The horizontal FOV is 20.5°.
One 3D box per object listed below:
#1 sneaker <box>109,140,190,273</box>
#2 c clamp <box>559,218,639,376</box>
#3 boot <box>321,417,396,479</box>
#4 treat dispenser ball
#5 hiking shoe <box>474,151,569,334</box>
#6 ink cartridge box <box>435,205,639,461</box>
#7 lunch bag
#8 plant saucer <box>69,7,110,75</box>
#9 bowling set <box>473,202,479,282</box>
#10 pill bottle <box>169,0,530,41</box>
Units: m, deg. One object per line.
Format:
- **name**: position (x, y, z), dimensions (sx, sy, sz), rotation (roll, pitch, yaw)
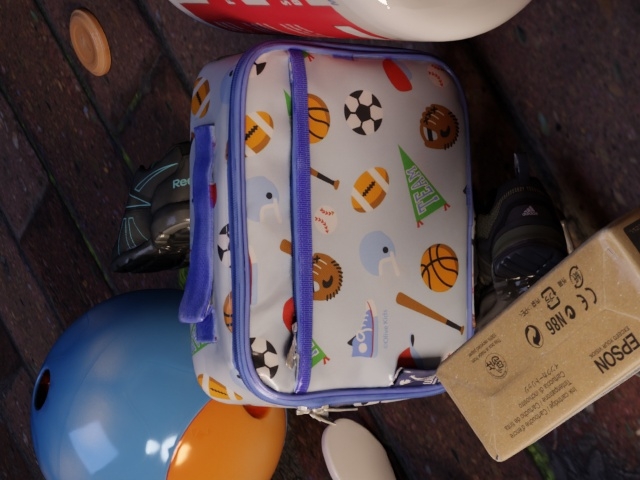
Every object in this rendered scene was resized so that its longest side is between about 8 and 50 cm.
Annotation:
- **sneaker**: position (-0.177, -0.030, 2.038), dimensions (0.267, 0.101, 0.106), rotation (146, 118, -61)
- **c clamp**: position (0.252, 0.051, 1.397), dimensions (0.161, 0.022, 0.137), rotation (4, 115, 60)
- **boot**: position (0.051, 0.284, 1.890), dimensions (0.190, 0.069, 0.086), rotation (58, 149, 10)
- **treat dispenser ball**: position (-0.180, 0.197, 1.988), dimensions (0.288, 0.288, 0.288), rotation (41, 144, 39)
- **hiking shoe**: position (0.168, 0.016, 1.471), dimensions (0.227, 0.086, 0.114), rotation (97, 175, -66)
- **ink cartridge box**: position (0.218, 0.041, 1.232), dimensions (0.088, 0.193, 0.234), rotation (56, 144, 11)
- **lunch bag**: position (0.004, -0.005, 1.410), dimensions (0.115, 0.243, 0.303), rotation (-8, 82, 56)
- **plant saucer**: position (-0.276, -0.235, 2.102), dimensions (0.083, 0.013, 0.083), rotation (41, 145, 38)
- **bowling set**: position (0.000, 0.000, 1.608), dimensions (0.287, 0.200, 0.154), rotation (-1, 114, 61)
- **pill bottle**: position (-0.011, -0.272, 1.371), dimensions (0.408, 0.229, 0.229), rotation (12, 122, 57)
